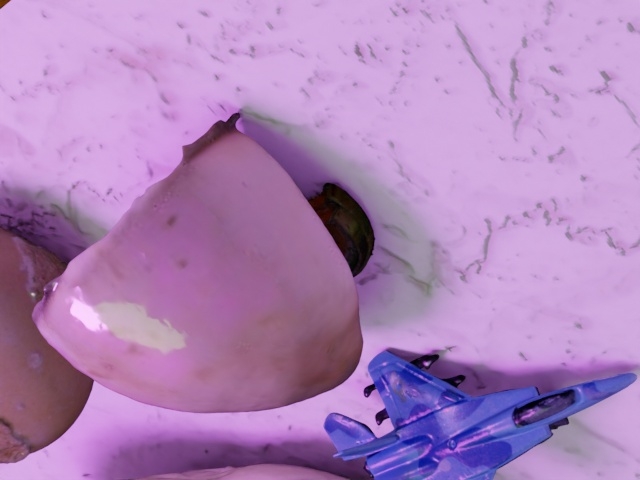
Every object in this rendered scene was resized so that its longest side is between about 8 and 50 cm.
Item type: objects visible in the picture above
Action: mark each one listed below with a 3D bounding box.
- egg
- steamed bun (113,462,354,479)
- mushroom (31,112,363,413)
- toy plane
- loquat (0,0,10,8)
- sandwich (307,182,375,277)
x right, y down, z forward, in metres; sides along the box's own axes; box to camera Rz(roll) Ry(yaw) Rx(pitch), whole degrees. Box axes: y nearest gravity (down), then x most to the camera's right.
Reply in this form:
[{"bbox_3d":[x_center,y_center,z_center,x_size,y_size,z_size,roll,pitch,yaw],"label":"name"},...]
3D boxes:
[{"bbox_3d":[-0.253,0.079,1.446,0.164,0.164,0.201,5,133,25],"label":"egg"},{"bbox_3d":[-0.080,0.381,1.529,0.456,0.371,0.290,2,143,25],"label":"steamed bun"},{"bbox_3d":[-0.087,0.070,1.305,0.173,0.162,0.236,47,147,11],"label":"mushroom"},{"bbox_3d":[0.119,0.140,1.368,0.246,0.169,0.078,-23,165,18],"label":"toy plane"},{"bbox_3d":[-0.285,-0.257,0.982,0.359,0.328,0.328,63,151,26],"label":"loquat"},{"bbox_3d":[0.001,0.003,1.322,0.069,0.026,0.101,39,141,-17],"label":"sandwich"}]
